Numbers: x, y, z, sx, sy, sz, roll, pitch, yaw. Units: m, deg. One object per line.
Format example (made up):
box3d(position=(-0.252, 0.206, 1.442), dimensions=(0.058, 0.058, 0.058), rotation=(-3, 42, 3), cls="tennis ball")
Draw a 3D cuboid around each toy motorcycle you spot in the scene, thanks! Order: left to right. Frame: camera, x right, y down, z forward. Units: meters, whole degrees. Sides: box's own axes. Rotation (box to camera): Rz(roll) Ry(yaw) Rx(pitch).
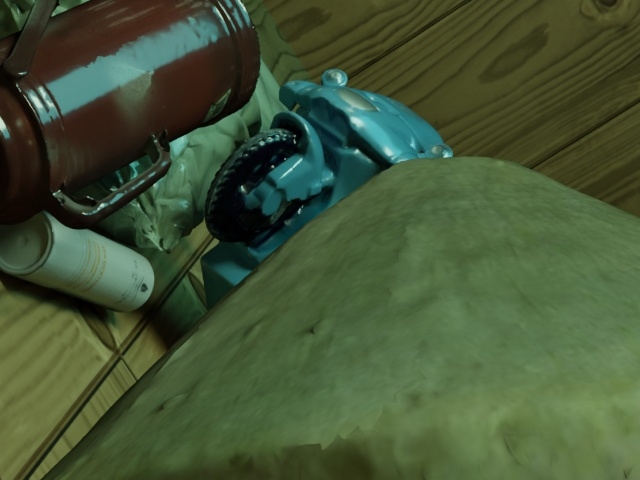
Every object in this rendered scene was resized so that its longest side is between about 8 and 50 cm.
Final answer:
box3d(position=(0.000, 0.000, 1.120), dimensions=(0.123, 0.182, 0.272), rotation=(38, -29, 28), cls="toy motorcycle")

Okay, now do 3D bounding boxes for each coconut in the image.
box3d(position=(0.073, 0.165, 0.623), dimensions=(0.415, 0.344, 0.415), rotation=(-8, 90, -85), cls="coconut")

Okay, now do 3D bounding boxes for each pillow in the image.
box3d(position=(-0.145, -0.139, 1.118), dimensions=(0.310, 0.138, 0.283), rotation=(58, 16, 0), cls="pillow")

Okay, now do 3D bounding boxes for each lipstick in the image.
box3d(position=(-0.136, 0.012, 0.962), dimensions=(0.040, 0.040, 0.141), rotation=(61, 10, 17), cls="lipstick")

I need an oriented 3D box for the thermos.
box3d(position=(-0.133, -0.067, 0.895), dimensions=(0.124, 0.099, 0.232), rotation=(42, 41, 11), cls="thermos")
